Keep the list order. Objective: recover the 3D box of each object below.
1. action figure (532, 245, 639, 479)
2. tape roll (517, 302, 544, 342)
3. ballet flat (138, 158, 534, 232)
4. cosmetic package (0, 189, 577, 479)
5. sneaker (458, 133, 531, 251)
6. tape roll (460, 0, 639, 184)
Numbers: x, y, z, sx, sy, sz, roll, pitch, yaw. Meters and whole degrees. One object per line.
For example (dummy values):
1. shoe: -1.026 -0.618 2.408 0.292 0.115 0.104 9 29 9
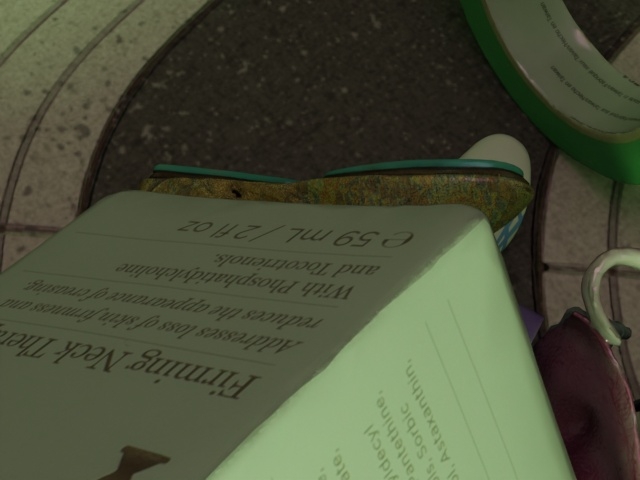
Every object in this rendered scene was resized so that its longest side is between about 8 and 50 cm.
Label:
1. action figure: 0.223 0.239 0.910 0.248 0.276 0.370 21 51 -1
2. tape roll: 0.091 0.122 0.986 0.080 0.189 0.189 29 66 10
3. ballet flat: 0.000 0.000 1.028 0.348 0.123 0.123 1 61 30
4. cosmetic package: -0.089 0.208 0.734 0.329 0.327 0.393 4 34 43
5. sneaker: 0.109 -0.006 1.106 0.085 0.086 0.237 33 66 13
6. tape roll: 0.226 -0.202 1.074 0.077 0.321 0.321 -31 71 -17
